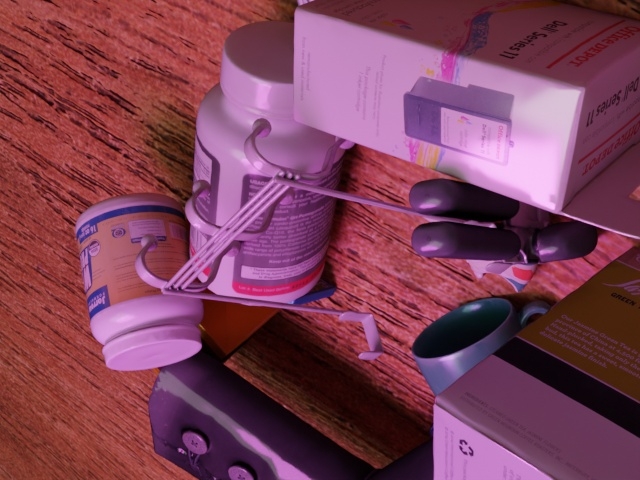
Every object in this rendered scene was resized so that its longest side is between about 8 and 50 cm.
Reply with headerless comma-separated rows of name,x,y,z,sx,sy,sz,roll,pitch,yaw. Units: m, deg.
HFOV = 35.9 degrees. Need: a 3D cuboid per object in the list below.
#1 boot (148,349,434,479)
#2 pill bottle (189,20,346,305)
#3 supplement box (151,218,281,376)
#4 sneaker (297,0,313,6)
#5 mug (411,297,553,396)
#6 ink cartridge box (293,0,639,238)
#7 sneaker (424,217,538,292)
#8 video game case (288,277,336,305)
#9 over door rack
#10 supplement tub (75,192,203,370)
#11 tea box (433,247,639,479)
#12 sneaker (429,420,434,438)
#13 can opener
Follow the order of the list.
boot,-0.015,0.259,1.279,0.445,0.146,0.367,34,128,21
pill bottle,-0.062,-0.089,1.172,0.176,0.176,0.319,31,136,22
supplement box,-0.197,0.101,1.473,0.191,0.129,0.194,48,140,2
sneaker,0.028,-0.291,0.981,0.132,0.086,0.229,30,140,57
mug,0.194,0.139,1.142,0.157,0.129,0.097,-14,110,47
ink cartridge box,0.173,-0.140,0.892,0.353,0.207,0.119,23,126,29
sneaker,0.171,0.004,1.118,0.161,0.057,0.075,27,129,22
video game case,-0.073,0.035,1.324,0.166,0.119,0.015,31,108,22
over door rack,0.000,0.000,1.057,0.324,0.108,0.239,21,137,-30
supplement tub,-0.231,0.054,1.273,0.144,0.144,0.200,-39,58,50
tea box,0.289,0.243,0.965,0.220,0.323,0.329,30,135,38
sneaker,0.231,0.298,1.259,0.221,0.087,0.083,32,136,21
can opener,0.186,-0.017,0.943,0.095,0.283,0.076,-5,86,32
